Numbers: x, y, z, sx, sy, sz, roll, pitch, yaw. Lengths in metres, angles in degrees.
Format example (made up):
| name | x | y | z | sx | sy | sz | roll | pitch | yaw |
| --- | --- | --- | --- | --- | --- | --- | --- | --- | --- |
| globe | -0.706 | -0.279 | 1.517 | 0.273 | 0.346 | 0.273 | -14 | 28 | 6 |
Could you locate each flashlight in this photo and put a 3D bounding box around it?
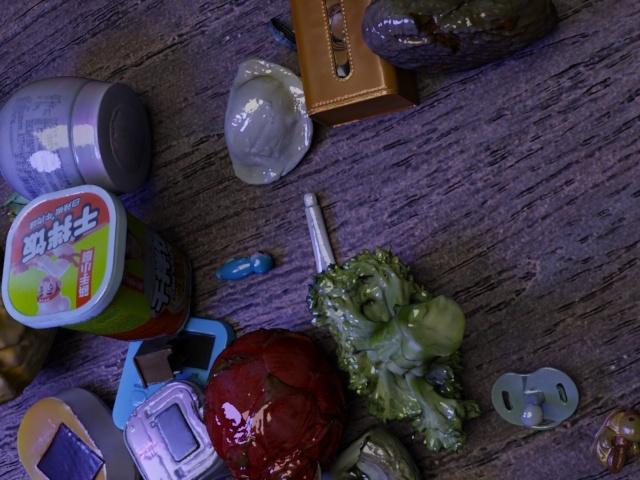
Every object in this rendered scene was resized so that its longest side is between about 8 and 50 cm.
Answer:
| name | x | y | z | sx | sy | sz | roll | pitch | yaw |
| --- | --- | --- | --- | --- | --- | --- | --- | --- | --- |
| flashlight | -0.155 | 0.056 | 1.875 | 0.129 | 0.051 | 0.051 | -19 | 79 | 25 |

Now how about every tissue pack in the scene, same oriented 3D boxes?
| name | x | y | z | sx | sy | sz | roll | pitch | yaw |
| --- | --- | --- | --- | --- | --- | --- | --- | --- | --- |
| tissue pack | 0.060 | -0.375 | 1.754 | 0.194 | 0.145 | 0.275 | -12 | 83 | 21 |

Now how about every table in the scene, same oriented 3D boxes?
| name | x | y | z | sx | sy | sz | roll | pitch | yaw |
| --- | --- | --- | --- | --- | --- | --- | --- | --- | --- |
| table | -0.314 | 0.236 | 1.841 | 0.082 | 0.083 | 0.070 | -15 | 109 | 12 |

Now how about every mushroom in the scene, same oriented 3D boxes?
| name | x | y | z | sx | sy | sz | roll | pitch | yaw |
| --- | --- | --- | --- | --- | --- | --- | --- | --- | --- |
| mushroom | 0.077 | 0.472 | 1.681 | 0.164 | 0.189 | 0.267 | 36 | 91 | -1 |

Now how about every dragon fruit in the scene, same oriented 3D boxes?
| name | x | y | z | sx | sy | sz | roll | pitch | yaw |
| --- | --- | --- | --- | --- | --- | --- | --- | --- | --- |
| dragon fruit | -0.081 | 0.302 | 1.691 | 0.277 | 0.277 | 0.343 | -34 | 57 | 19 |

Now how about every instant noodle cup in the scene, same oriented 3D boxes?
| name | x | y | z | sx | sy | sz | roll | pitch | yaw |
| --- | --- | --- | --- | --- | --- | --- | --- | --- | --- |
| instant noodle cup | -0.416 | 0.069 | 1.827 | 0.293 | 0.308 | 0.294 | -9 | 68 | 24 |

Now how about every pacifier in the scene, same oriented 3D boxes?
| name | x | y | z | sx | sy | sz | roll | pitch | yaw |
| --- | --- | --- | --- | --- | --- | --- | --- | --- | --- |
| pacifier | 0.367 | 0.286 | 1.595 | 0.150 | 0.116 | 0.127 | -6 | 110 | 20 |

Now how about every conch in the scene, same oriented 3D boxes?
| name | x | y | z | sx | sy | sz | roll | pitch | yaw |
| --- | --- | --- | --- | --- | --- | --- | --- | --- | --- |
| conch | -0.664 | -0.073 | 2.099 | 0.170 | 0.079 | 0.106 | -23 | 71 | 37 |

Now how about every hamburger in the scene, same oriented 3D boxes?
| name | x | y | z | sx | sy | sz | roll | pitch | yaw |
| --- | --- | --- | --- | --- | --- | --- | --- | --- | --- |
| hamburger | -0.501 | 0.449 | 1.950 | 0.227 | 0.151 | 0.295 | -47 | 64 | 16 |

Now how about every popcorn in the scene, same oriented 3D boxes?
| name | x | y | z | sx | sy | sz | roll | pitch | yaw |
| --- | --- | --- | --- | --- | --- | --- | --- | --- | --- |
| popcorn | -0.731 | 0.182 | 1.925 | 0.344 | 0.390 | 0.354 | -7 | 62 | 2 |

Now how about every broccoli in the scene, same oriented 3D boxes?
| name | x | y | z | sx | sy | sz | roll | pitch | yaw |
| --- | --- | --- | --- | --- | --- | --- | --- | --- | --- |
| broccoli | 0.120 | 0.142 | 1.575 | 0.353 | 0.397 | 0.275 | 22 | 71 | 28 |

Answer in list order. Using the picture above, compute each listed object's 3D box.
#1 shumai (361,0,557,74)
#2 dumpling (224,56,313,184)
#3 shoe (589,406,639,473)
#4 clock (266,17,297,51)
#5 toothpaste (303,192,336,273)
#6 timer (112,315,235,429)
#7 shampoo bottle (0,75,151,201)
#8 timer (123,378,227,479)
| name | x | y | z | sx | sy | sz | roll | pitch | yaw |
| --- | --- | --- | --- | --- | --- | --- | --- | --- | --- |
| shumai | 0.238 | -0.455 | 1.619 | 0.345 | 0.217 | 0.283 | -1 | 79 | -4 |
| dumpling | -0.098 | -0.228 | 1.827 | 0.179 | 0.131 | 0.252 | 10 | 101 | 11 |
| shoe | 0.503 | 0.336 | 1.554 | 0.109 | 0.072 | 0.069 | -46 | 32 | 10 |
| clock | -0.070 | -0.409 | 1.844 | 0.017 | 0.085 | 0.085 | -47 | 70 | 23 |
| toothpaste | 0.000 | 0.000 | 1.819 | 0.048 | 0.031 | 0.191 | -16 | 84 | 20 |
| timer | -0.301 | 0.276 | 1.906 | 0.231 | 0.091 | 0.250 | 4 | 85 | 25 |
| shampoo bottle | -0.509 | -0.204 | 1.925 | 0.266 | 0.273 | 0.273 | -2 | 86 | 15 |
| timer | -0.279 | 0.384 | 1.799 | 0.190 | 0.069 | 0.208 | -40 | 63 | 4 |
